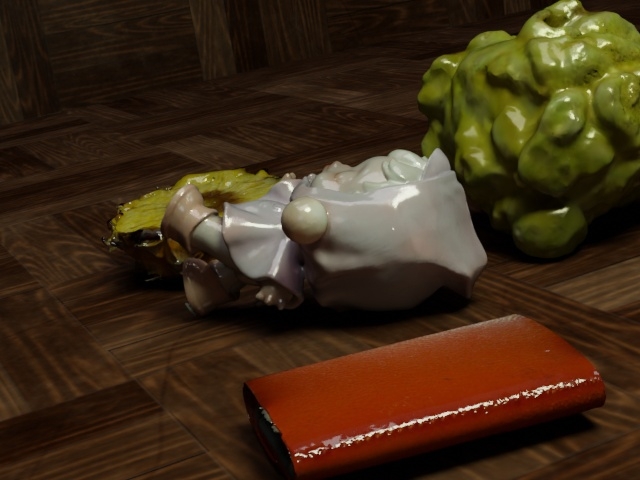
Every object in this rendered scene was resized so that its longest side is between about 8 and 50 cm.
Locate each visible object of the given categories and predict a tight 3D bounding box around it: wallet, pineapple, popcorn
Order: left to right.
[{"bbox_3d":[-0.117,-0.012,1.177,0.225,0.076,0.225,-10,18,3],"label":"pineapple"},{"bbox_3d":[0.061,0.101,0.739,0.204,0.045,0.142,-12,14,-13],"label":"wallet"},{"bbox_3d":[0.231,-0.109,1.088,0.242,0.235,0.250,-49,26,12],"label":"popcorn"}]

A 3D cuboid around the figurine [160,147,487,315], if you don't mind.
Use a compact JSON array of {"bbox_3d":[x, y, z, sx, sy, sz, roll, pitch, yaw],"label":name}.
[{"bbox_3d":[0.001,0.000,0.973,0.276,0.133,0.200,-7,3,20],"label":"figurine"}]
